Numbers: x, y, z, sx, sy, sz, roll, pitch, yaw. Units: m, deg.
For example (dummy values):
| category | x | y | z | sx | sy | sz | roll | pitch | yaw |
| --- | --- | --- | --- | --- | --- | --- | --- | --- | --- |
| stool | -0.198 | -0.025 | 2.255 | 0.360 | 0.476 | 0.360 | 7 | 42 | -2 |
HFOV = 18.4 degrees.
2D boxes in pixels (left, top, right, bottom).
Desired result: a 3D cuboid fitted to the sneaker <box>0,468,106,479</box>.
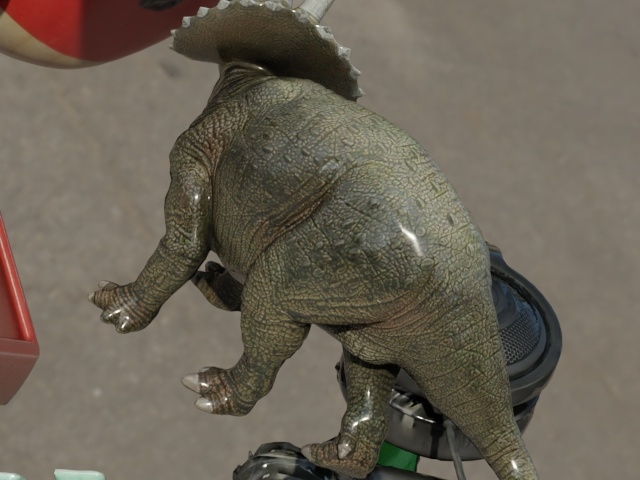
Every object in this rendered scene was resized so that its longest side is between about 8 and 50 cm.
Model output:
| category | x | y | z | sx | sy | sz | roll | pitch | yaw |
| --- | --- | --- | --- | --- | --- | --- | --- | --- | --- |
| sneaker | -0.112 | 0.089 | 0.656 | 0.256 | 0.094 | 0.151 | -9 | 40 | -12 |

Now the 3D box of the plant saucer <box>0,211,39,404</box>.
| category | x | y | z | sx | sy | sz | roll | pitch | yaw |
| --- | --- | --- | --- | --- | --- | --- | --- | --- | --- |
| plant saucer | -0.275 | -0.008 | 1.452 | 0.259 | 0.047 | 0.258 | 52 | 21 | -84 |

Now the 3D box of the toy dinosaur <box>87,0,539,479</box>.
| category | x | y | z | sx | sy | sz | roll | pitch | yaw |
| --- | --- | --- | --- | --- | --- | --- | --- | --- | --- |
| toy dinosaur | 0.000 | 0.000 | 0.849 | 0.121 | 0.160 | 0.313 | 5 | 35 | -41 |

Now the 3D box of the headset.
| category | x | y | z | sx | sy | sz | roll | pitch | yaw |
| --- | --- | --- | --- | --- | --- | --- | --- | --- | --- |
| headset | 0.036 | 0.119 | 1.205 | 0.185 | 0.243 | 0.394 | 14 | 8 | -4 |

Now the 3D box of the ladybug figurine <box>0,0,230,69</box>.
| category | x | y | z | sx | sy | sz | roll | pitch | yaw |
| --- | --- | --- | --- | --- | --- | --- | --- | --- | --- |
| ladybug figurine | -0.118 | -0.273 | 1.489 | 0.305 | 0.449 | 0.162 | 1 | 59 | -54 |
